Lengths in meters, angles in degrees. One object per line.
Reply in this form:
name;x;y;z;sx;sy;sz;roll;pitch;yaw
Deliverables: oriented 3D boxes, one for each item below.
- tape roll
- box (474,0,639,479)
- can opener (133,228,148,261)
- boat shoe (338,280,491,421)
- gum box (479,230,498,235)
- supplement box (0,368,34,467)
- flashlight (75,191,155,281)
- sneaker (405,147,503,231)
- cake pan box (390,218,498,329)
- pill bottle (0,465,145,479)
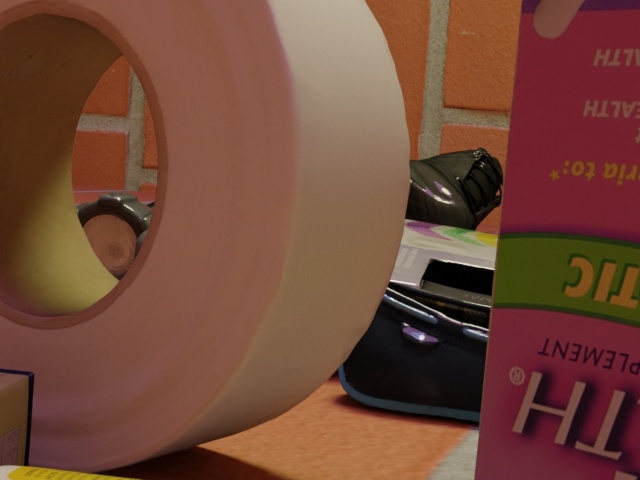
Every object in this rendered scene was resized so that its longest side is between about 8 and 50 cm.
tape roll;-0.104;-0.036;0.540;0.286;0.286;0.100;7;6;31
box;0.167;0.023;0.317;0.214;0.242;0.117;10;7;43
can opener;-0.042;0.038;0.939;0.074;0.093;0.280;9;2;35
boat shoe;0.141;0.069;0.678;0.258;0.089;0.109;5;5;0
gum box;0.184;0.028;1.227;0.107;0.062;0.188;-14;-9;41
supplement box;-0.167;0.081;0.429;0.083;0.056;0.083;5;4;5
flashlight;-0.189;-0.005;1.185;0.103;0.103;0.304;4;5;6
sneaker;0.131;-0.051;1.131;0.130;0.109;0.286;-18;10;2
cake pan box;0.135;0.048;0.865;0.246;0.070;0.267;8;12;10
pill bottle;-0.067;0.096;0.300;0.116;0.065;0.065;6;5;7
